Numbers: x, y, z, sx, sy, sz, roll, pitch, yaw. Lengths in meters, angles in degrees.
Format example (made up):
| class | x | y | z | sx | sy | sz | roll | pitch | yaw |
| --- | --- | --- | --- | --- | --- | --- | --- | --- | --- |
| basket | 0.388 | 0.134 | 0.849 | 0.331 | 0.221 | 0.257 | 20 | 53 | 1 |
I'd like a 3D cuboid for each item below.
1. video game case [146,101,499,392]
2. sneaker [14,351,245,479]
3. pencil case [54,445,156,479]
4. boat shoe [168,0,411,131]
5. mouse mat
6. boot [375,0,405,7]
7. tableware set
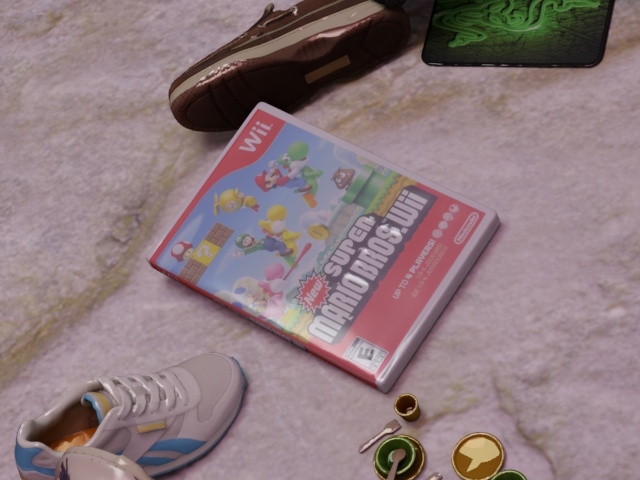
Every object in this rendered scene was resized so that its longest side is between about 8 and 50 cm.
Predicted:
| class | x | y | z | sx | sy | sz | roll | pitch | yaw |
| --- | --- | --- | --- | --- | --- | --- | --- | --- | --- |
| video game case | 0.000 | 0.000 | 1.718 | 0.285 | 0.025 | 0.204 | 26 | 72 | 27 |
| sneaker | -0.170 | 0.163 | 1.640 | 0.228 | 0.092 | 0.087 | -28 | 50 | -19 |
| pencil case | -0.214 | 0.370 | 1.351 | 0.160 | 0.183 | 0.410 | 17 | 65 | 21 |
| boat shoe | -0.040 | -0.193 | 1.834 | 0.257 | 0.095 | 0.095 | -21 | 51 | -7 |
| mouse mat | 0.204 | -0.239 | 1.818 | 0.189 | 0.007 | 0.153 | 2 | 61 | 23 |
| boot | 0.172 | -0.311 | 1.755 | 0.260 | 0.131 | 0.348 | -28 | 39 | -25 |
| tableware set | 0.108 | 0.196 | 1.571 | 0.104 | 0.024 | 0.154 | -38 | 54 | -5 |
